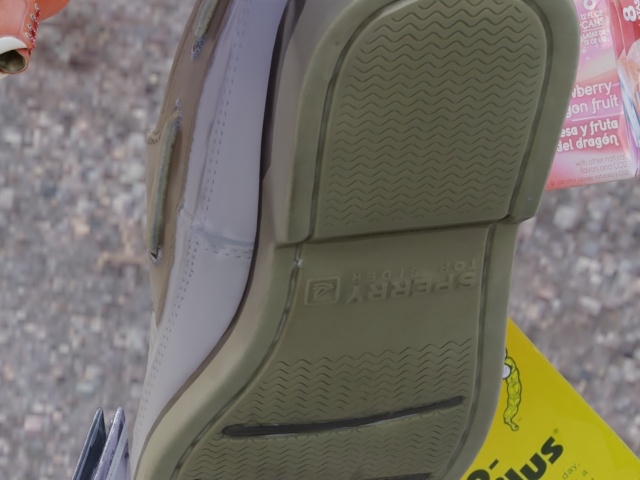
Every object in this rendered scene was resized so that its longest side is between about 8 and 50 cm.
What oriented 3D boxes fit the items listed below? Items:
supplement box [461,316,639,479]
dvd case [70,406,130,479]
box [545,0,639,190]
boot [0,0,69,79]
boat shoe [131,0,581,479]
[{"bbox_3d":[0.086,0.159,1.355,0.195,0.356,0.194,-47,32,-4],"label":"supplement box"},{"bbox_3d":[-0.120,0.219,1.002,0.018,0.221,0.164,7,41,7],"label":"dvd case"},{"bbox_3d":[0.145,-0.105,1.488,0.300,0.142,0.154,-8,3,43],"label":"box"},{"bbox_3d":[-0.213,-0.146,1.330,0.084,0.059,0.158,42,40,18],"label":"boot"},{"bbox_3d":[0.000,0.000,0.616,0.113,0.302,0.103,1,46,-21],"label":"boat shoe"}]
